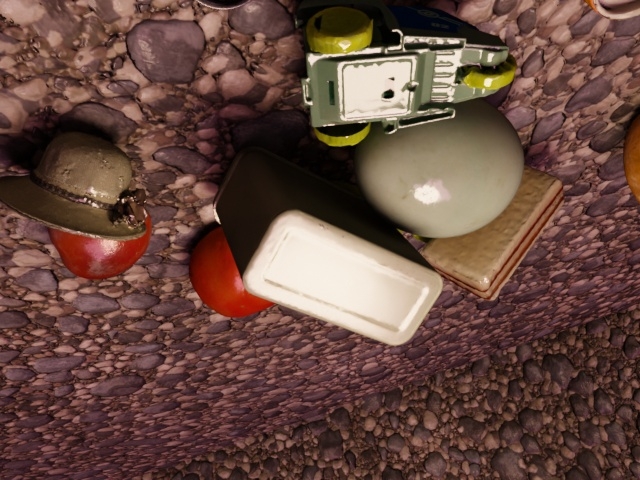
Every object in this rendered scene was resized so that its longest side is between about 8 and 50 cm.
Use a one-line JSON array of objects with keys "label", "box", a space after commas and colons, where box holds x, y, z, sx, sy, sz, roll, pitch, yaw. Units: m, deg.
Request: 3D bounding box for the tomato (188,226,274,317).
[{"label": "tomato", "box": [-0.185, 0.075, 1.279, 0.259, 0.180, 0.260, -8, 147, -5]}]

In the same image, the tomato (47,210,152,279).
[{"label": "tomato", "box": [-0.443, 0.011, 1.129, 0.199, 0.112, 0.228, -18, 151, -1]}]

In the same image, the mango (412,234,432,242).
[{"label": "mango", "box": [0.264, -0.066, 1.324, 0.100, 0.119, 0.178, -9, 153, 18]}]

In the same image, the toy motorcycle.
[{"label": "toy motorcycle", "box": [0.126, -0.288, 0.861, 0.326, 0.200, 0.191, -7, 138, -3]}]

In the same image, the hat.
[{"label": "hat", "box": [-0.396, -0.109, 0.915, 0.257, 0.257, 0.130, 15, 105, -40]}]

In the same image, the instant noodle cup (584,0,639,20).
[{"label": "instant noodle cup", "box": [0.428, -0.437, 0.778, 0.213, 0.174, 0.213, -11, 148, -7]}]

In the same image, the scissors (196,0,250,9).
[{"label": "scissors", "box": [-0.041, -0.382, 0.791, 0.299, 0.022, 0.109, -7, 150, -18]}]

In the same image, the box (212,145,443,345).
[{"label": "box", "box": [0.000, 0.000, 1.008, 0.351, 0.344, 0.177, 24, 104, -25]}]

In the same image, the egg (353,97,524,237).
[{"label": "egg", "box": [0.228, -0.143, 1.035, 0.388, 0.276, 0.276, -8, 151, -45]}]

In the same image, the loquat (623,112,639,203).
[{"label": "loquat", "box": [0.859, -0.185, 1.227, 0.328, 0.329, 0.328, -12, 148, -8]}]

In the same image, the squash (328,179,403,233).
[{"label": "squash", "box": [0.070, -0.025, 1.312, 0.288, 0.111, 0.203, 16, 137, -43]}]

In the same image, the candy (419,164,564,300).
[{"label": "candy", "box": [0.401, -0.031, 1.273, 0.321, 0.179, 0.135, -53, 144, -3]}]
